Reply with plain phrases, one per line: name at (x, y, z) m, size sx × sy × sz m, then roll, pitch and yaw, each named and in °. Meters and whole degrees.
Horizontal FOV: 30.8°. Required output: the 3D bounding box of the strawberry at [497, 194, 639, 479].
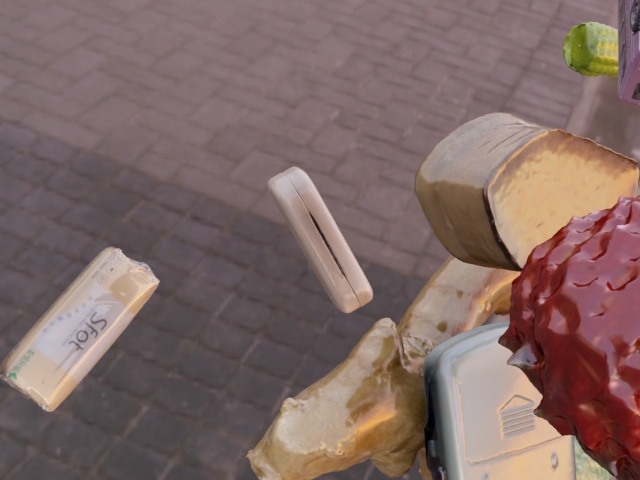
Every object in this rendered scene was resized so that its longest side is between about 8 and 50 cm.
strawberry at (0.246, 0.037, 0.697) m, size 0.205 × 0.244 × 0.205 m, roll 35°, pitch 29°, yaw -22°

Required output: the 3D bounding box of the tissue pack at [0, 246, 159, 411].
tissue pack at (-0.314, 0.113, 1.505) m, size 0.090 × 0.186 × 0.222 m, roll 43°, pitch 73°, yaw -10°

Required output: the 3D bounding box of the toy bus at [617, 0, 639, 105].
toy bus at (0.330, -0.226, 1.096) m, size 0.096 × 0.108 × 0.198 m, roll 7°, pitch 61°, yaw 1°

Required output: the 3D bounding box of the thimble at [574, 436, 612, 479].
thimble at (0.284, 0.288, 1.571) m, size 0.219 × 0.150 × 0.219 m, roll 21°, pitch -5°, yaw 2°

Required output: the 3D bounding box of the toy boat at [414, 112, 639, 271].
toy boat at (0.155, -0.031, 0.858) m, size 0.188 × 0.116 × 0.061 m, roll 8°, pitch 7°, yaw -39°

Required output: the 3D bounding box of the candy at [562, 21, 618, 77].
candy at (0.531, -0.337, 2.101) m, size 0.210 × 0.096 × 0.096 m, roll 3°, pitch 32°, yaw -36°

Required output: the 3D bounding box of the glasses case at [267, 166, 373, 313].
glasses case at (0.000, 0.000, 1.453) m, size 0.050 × 0.196 × 0.083 m, roll -32°, pitch 15°, yaw -8°

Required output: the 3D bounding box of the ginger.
ginger at (0.109, 0.109, 1.073) m, size 0.122 × 0.363 × 0.348 m, roll 17°, pitch -6°, yaw 37°

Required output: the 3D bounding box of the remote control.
remote control at (0.156, 0.218, 0.997) m, size 0.140 × 0.296 × 0.056 m, roll -11°, pitch 11°, yaw -29°
